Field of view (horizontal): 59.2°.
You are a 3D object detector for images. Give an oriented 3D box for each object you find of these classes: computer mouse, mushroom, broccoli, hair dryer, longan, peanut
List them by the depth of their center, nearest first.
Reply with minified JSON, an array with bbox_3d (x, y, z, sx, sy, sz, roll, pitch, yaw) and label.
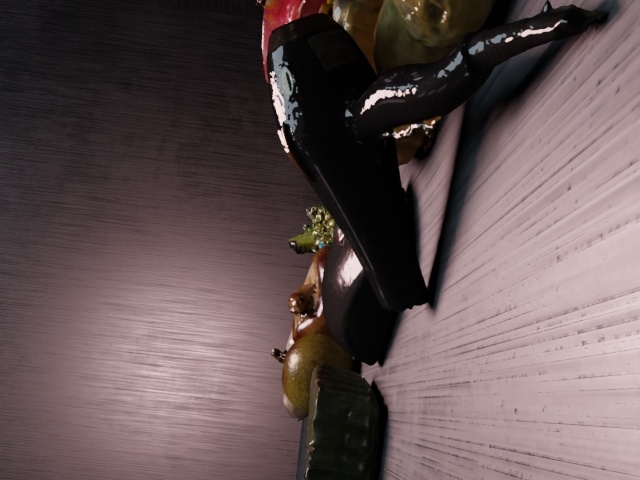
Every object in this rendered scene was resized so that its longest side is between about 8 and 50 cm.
[{"bbox_3d":[0.077,-0.073,0.448,0.359,0.120,0.304,-8,104,68],"label":"hair dryer"},{"bbox_3d":[0.099,-0.205,0.499,0.103,0.098,0.229,-62,-7,-17],"label":"peanut"},{"bbox_3d":[0.054,0.050,0.790,0.170,0.100,0.269,-89,6,-48],"label":"computer mouse"},{"bbox_3d":[-0.017,0.246,1.062,0.155,0.176,0.145,-67,-8,17],"label":"longan"},{"bbox_3d":[0.016,0.129,1.242,0.194,0.138,0.231,-25,-46,-77],"label":"mushroom"},{"bbox_3d":[0.000,0.000,1.465,0.154,0.160,0.167,-124,19,-59],"label":"broccoli"}]

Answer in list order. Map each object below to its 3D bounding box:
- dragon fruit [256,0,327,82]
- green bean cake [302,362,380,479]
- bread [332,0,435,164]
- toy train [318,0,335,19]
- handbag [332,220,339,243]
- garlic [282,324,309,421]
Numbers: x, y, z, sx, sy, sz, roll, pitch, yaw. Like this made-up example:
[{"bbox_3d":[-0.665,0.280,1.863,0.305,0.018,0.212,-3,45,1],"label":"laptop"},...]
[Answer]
[{"bbox_3d":[0.031,-0.483,1.227,0.371,0.249,0.386,-48,-28,-67],"label":"dragon fruit"},{"bbox_3d":[0.027,0.281,0.799,0.173,0.094,0.181,-151,67,-88],"label":"green bean cake"},{"bbox_3d":[0.063,-0.200,0.725,0.274,0.149,0.274,-168,90,-84],"label":"bread"},{"bbox_3d":[0.073,-0.409,0.946,0.100,0.160,0.296,87,-173,-63],"label":"toy train"},{"bbox_3d":[0.074,-0.137,1.085,0.247,0.079,0.260,99,176,-51],"label":"handbag"},{"bbox_3d":[-0.023,0.309,1.425,0.325,0.132,0.279,96,178,-54],"label":"garlic"}]
